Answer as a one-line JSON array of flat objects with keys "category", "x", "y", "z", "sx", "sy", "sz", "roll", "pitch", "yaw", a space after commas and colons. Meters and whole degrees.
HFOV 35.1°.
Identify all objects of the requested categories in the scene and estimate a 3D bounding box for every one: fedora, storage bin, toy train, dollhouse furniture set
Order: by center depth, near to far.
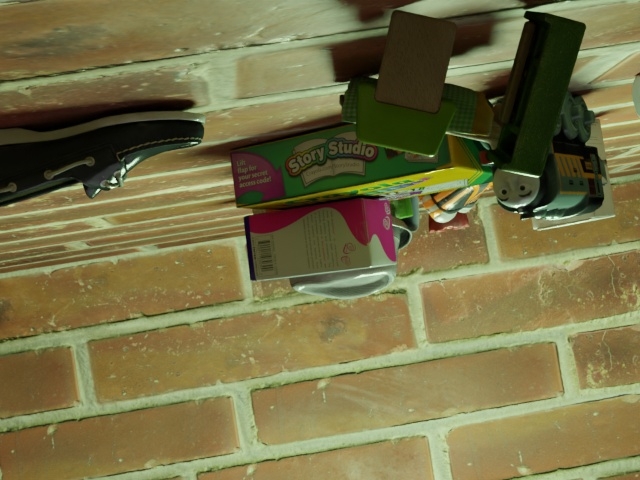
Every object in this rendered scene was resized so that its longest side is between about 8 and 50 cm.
[{"category": "dollhouse furniture set", "x": 0.132, "y": -0.183, "z": 1.081, "sx": 0.198, "sy": 0.151, "sz": 0.301, "roll": 11, "pitch": -166, "yaw": -3}, {"category": "toy train", "x": 0.339, "y": -0.126, "z": 1.540, "sx": 0.142, "sy": 0.190, "sz": 0.334, "roll": -12, "pitch": 176, "yaw": 29}, {"category": "fedora", "x": 0.032, "y": 0.035, "z": 1.861, "sx": 0.275, "sy": 0.124, "sz": 0.243, "roll": -2, "pitch": 162, "yaw": 5}, {"category": "storage bin", "x": 0.175, "y": -0.088, "z": 2.389, "sx": 0.098, "sy": 0.135, "sz": 0.091, "roll": -6, "pitch": -173, "yaw": -44}]

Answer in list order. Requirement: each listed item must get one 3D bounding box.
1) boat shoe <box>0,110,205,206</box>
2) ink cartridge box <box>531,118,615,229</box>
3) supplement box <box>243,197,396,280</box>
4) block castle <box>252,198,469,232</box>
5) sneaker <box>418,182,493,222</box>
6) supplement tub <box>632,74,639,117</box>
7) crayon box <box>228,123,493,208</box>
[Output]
[{"category": "boat shoe", "x": -0.281, "y": -0.093, "z": 1.204, "sx": 0.303, "sy": 0.091, "sz": 0.114, "roll": -9, "pitch": 177, "yaw": 2}, {"category": "ink cartridge box", "x": 0.465, "y": -0.125, "z": 1.915, "sx": 0.082, "sy": 0.190, "sz": 0.140, "roll": -6, "pitch": 176, "yaw": -45}, {"category": "supplement box", "x": 0.000, "y": 0.000, "z": 1.655, "sx": 0.220, "sy": 0.111, "sz": 0.114, "roll": -7, "pitch": 177, "yaw": 28}, {"category": "block castle", "x": 0.070, "y": -0.034, "z": 2.209, "sx": 0.303, "sy": 0.212, "sz": 0.453, "roll": -7, "pitch": 176, "yaw": -36}, {"category": "sneaker", "x": 0.301, "y": -0.135, "z": 1.880, "sx": 0.180, "sy": 0.124, "sz": 0.321, "roll": -34, "pitch": -174, "yaw": 25}, {"category": "supplement tub", "x": 0.525, "y": -0.219, "z": 1.497, "sx": 0.107, "sy": 0.071, "sz": 0.071, "roll": -10, "pitch": 177, "yaw": -1}, {"category": "crayon box", "x": 0.090, "y": -0.121, "z": 1.632, "sx": 0.363, "sy": 0.106, "sz": 0.313, "roll": -10, "pitch": 177, "yaw": 26}]
